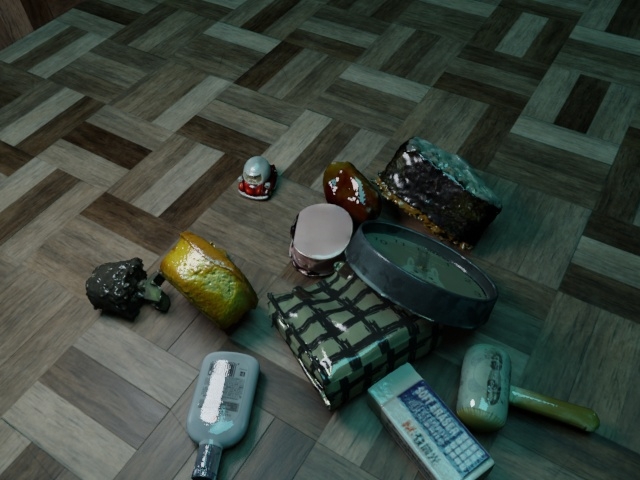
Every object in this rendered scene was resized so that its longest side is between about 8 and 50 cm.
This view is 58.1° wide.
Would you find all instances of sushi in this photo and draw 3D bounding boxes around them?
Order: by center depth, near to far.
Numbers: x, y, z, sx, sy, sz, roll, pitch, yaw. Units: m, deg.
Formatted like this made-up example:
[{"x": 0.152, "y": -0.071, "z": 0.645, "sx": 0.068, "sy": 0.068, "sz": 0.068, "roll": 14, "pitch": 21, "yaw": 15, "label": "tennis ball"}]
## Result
[{"x": 0.341, "y": -0.138, "z": 1.635, "sx": 0.348, "sy": 0.208, "sz": 0.234, "roll": 42, "pitch": 27, "yaw": 19, "label": "sushi"}]

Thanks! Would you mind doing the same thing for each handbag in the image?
[{"x": 0.070, "y": 0.196, "z": 1.389, "sx": 0.325, "sy": 0.163, "sz": 0.327, "roll": -25, "pitch": 47, "yaw": -20, "label": "handbag"}, {"x": 0.000, "y": 0.001, "z": 1.582, "sx": 0.179, "sy": 0.117, "sz": 0.205, "roll": 4, "pitch": 51, "yaw": 7, "label": "handbag"}]

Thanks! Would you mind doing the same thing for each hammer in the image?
[{"x": 0.460, "y": 0.352, "z": 1.275, "sx": 0.305, "sy": 0.113, "sz": 0.202, "roll": 15, "pitch": 55, "yaw": 8, "label": "hammer"}]

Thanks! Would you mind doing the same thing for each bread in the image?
[{"x": -0.280, "y": 0.100, "z": 1.436, "sx": 0.268, "sy": 0.268, "sz": 0.146, "roll": 37, "pitch": 72, "yaw": 29, "label": "bread"}]

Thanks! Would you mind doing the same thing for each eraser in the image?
[{"x": 0.230, "y": 0.410, "z": 1.245, "sx": 0.124, "sy": 0.081, "sz": 0.279, "roll": -29, "pitch": 54, "yaw": -19, "label": "eraser"}]

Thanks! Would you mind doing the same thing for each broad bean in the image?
[{"x": 0.083, "y": -0.136, "z": 1.668, "sx": 0.122, "sy": 0.156, "sz": 0.228, "roll": -30, "pitch": 61, "yaw": -24, "label": "broad bean"}]

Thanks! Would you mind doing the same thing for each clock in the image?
[{"x": 0.248, "y": 0.071, "z": 1.401, "sx": 0.385, "sy": 0.077, "sz": 0.386, "roll": 22, "pitch": 20, "yaw": -8, "label": "clock"}]

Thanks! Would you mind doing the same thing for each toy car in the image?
[{"x": -0.191, "y": -0.208, "z": 1.771, "sx": 0.112, "sy": 0.112, "sz": 0.139, "roll": 13, "pitch": 52, "yaw": 14, "label": "toy car"}]

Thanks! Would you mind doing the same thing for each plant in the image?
[{"x": -0.493, "y": 0.124, "z": 1.498, "sx": 0.203, "sy": 0.143, "sz": 0.131, "roll": -5, "pitch": 39, "yaw": 10, "label": "plant"}]

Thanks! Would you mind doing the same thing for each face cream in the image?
[{"x": -0.225, "y": 0.390, "z": 1.293, "sx": 0.143, "sy": 0.071, "sz": 0.291, "roll": 2, "pitch": 49, "yaw": 5, "label": "face cream"}]

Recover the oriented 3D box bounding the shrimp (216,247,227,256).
[{"x": -0.332, "y": 0.068, "z": 1.589, "sx": 0.162, "sy": 0.045, "sz": 0.095, "roll": -36, "pitch": 57, "yaw": -22, "label": "shrimp"}]
